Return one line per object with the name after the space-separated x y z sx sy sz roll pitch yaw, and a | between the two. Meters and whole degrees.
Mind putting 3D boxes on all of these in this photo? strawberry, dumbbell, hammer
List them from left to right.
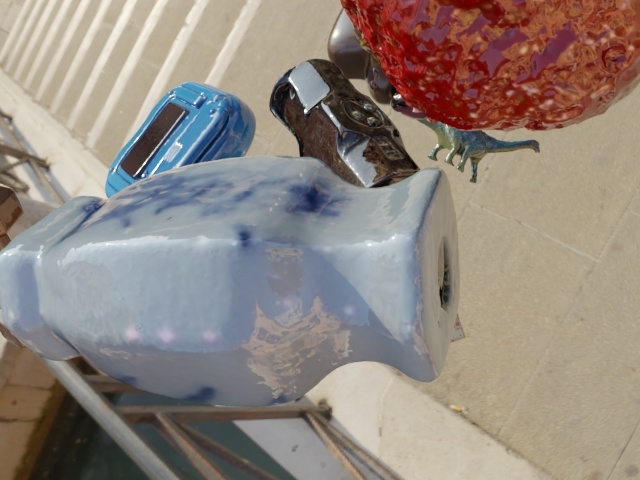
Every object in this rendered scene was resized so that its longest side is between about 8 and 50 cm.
-0.409 0.036 0.865 0.092 0.082 0.231 19 133 34 | dumbbell
0.000 0.000 0.866 0.242 0.095 0.409 53 141 38 | hammer
0.125 -0.209 0.505 0.257 0.277 0.257 -9 79 58 | strawberry

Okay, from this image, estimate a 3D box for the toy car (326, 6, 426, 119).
0.133 -0.385 1.176 0.240 0.341 0.271 20 77 16 | toy car

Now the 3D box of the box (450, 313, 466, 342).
0.169 0.136 0.979 0.083 0.012 0.046 -20 71 13 | box

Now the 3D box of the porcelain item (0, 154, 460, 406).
-0.084 0.034 0.616 0.405 0.242 0.178 -3 117 21 | porcelain item

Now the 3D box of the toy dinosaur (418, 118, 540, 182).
0.332 -0.236 1.570 0.363 0.076 0.147 25 88 7 | toy dinosaur

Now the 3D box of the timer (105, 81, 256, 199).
-0.299 -0.173 1.362 0.340 0.115 0.309 -54 40 -4 | timer
